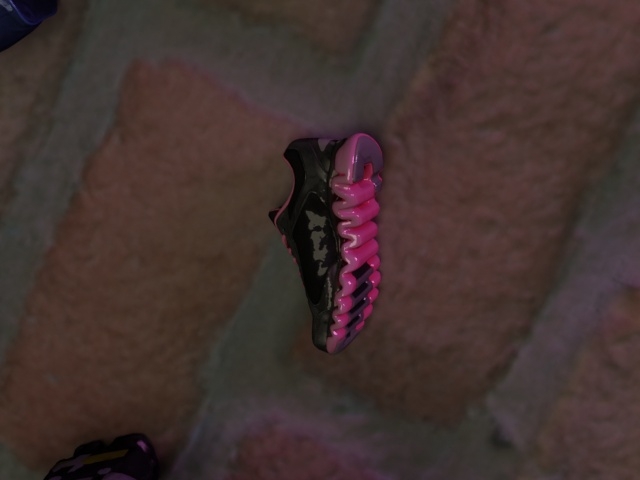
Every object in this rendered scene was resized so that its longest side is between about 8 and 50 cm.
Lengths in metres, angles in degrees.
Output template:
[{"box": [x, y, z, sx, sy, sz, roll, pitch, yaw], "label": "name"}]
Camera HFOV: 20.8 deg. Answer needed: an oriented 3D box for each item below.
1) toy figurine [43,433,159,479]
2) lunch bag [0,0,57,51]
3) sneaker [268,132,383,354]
[{"box": [-0.102, 0.233, 0.940, 0.209, 0.148, 0.213, 33, 109, -2], "label": "toy figurine"}, {"box": [-0.189, -0.138, 0.888, 0.065, 0.067, 0.098, -28, 97, 15], "label": "lunch bag"}, {"box": [0.000, 0.000, 0.915, 0.057, 0.047, 0.119, 9, 104, 22], "label": "sneaker"}]
